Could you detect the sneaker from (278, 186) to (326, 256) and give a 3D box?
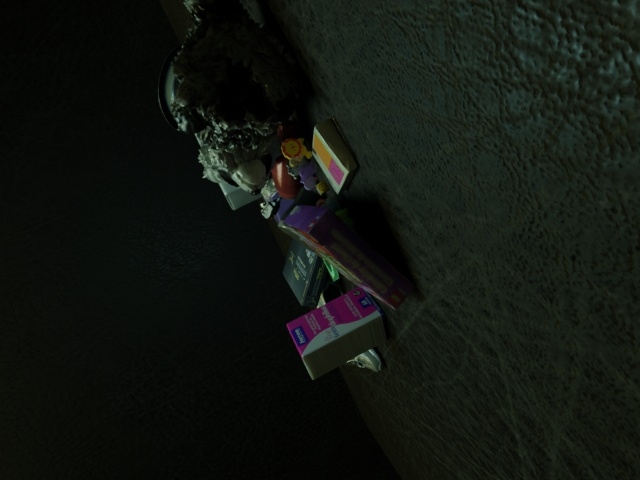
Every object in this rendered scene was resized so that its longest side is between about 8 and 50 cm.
[{"bbox_3d":[0.012,-0.028,1.088,0.222,0.118,0.083,36,167,-34],"label":"sneaker"}]

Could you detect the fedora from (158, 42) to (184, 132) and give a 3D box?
[{"bbox_3d":[-0.444,-0.557,1.674,0.152,0.334,0.334,22,150,26],"label":"fedora"}]

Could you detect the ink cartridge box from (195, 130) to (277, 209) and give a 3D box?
[{"bbox_3d":[-0.229,-0.271,1.305,0.289,0.211,0.122,62,173,16],"label":"ink cartridge box"}]

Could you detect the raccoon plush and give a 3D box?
[{"bbox_3d":[-0.161,-0.318,0.899,0.299,0.215,0.448,130,142,-76],"label":"raccoon plush"}]

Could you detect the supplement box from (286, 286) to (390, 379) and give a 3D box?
[{"bbox_3d":[0.045,0.224,1.100,0.111,0.219,0.114,54,167,45],"label":"supplement box"}]

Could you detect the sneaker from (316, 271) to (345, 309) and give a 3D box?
[{"bbox_3d":[0.043,0.224,1.488,0.122,0.110,0.283,39,155,61],"label":"sneaker"}]

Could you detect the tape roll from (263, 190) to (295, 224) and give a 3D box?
[{"bbox_3d":[-0.156,-0.192,1.500,0.275,0.090,0.275,62,172,16],"label":"tape roll"}]

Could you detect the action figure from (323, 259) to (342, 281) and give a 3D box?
[{"bbox_3d":[0.000,0.000,1.227,0.232,0.063,0.137,59,173,6],"label":"action figure"}]

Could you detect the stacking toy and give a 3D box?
[{"bbox_3d":[-0.004,-0.094,0.910,0.221,0.052,0.167,58,179,0],"label":"stacking toy"}]

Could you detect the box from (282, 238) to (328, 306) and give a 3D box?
[{"bbox_3d":[-0.047,0.077,1.436,0.233,0.059,0.184,-130,52,-60],"label":"box"}]

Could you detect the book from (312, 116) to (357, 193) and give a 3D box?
[{"bbox_3d":[0.022,-0.143,0.797,0.096,0.035,0.144,60,171,4],"label":"book"}]

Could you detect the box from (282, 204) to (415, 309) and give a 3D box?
[{"bbox_3d":[0.037,0.019,0.853,0.201,0.057,0.293,40,176,-13],"label":"box"}]

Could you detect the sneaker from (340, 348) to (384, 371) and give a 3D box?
[{"bbox_3d":[0.079,0.374,1.448,0.281,0.115,0.105,12,143,42],"label":"sneaker"}]

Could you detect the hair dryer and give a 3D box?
[{"bbox_3d":[-0.137,-0.180,1.088,0.223,0.080,0.293,43,133,-10],"label":"hair dryer"}]
